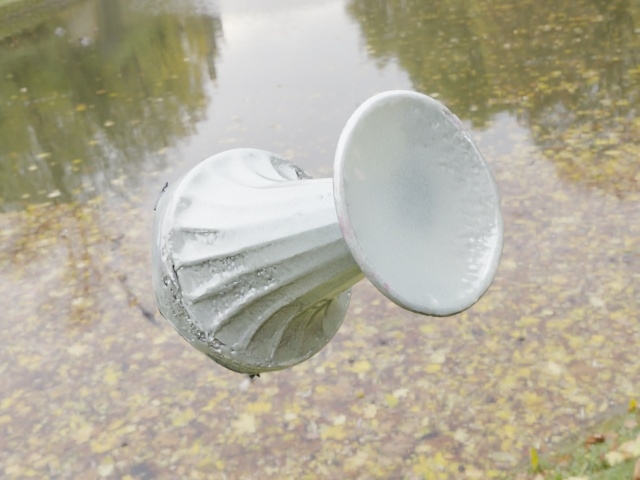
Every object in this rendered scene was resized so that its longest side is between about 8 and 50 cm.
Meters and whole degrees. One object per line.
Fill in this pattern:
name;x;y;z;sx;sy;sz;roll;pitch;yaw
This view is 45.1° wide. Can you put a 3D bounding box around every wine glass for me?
wine glass;0.000;0.000;0.491;0.165;0.165;0.196;-26;6;-37
